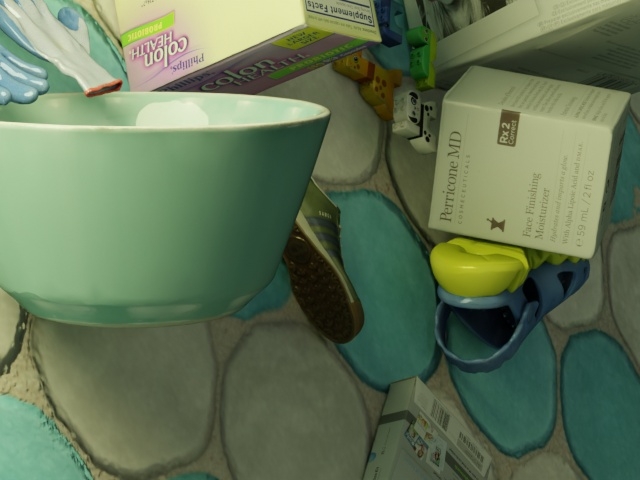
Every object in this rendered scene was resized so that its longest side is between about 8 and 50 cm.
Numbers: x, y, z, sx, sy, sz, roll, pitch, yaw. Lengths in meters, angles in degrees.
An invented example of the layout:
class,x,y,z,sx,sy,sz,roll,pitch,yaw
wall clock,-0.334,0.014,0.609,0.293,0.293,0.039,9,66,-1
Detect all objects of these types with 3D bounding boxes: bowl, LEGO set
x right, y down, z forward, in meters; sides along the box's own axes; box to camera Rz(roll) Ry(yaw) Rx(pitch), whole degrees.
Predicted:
class,x,y,z,sx,sy,sz,roll,pitch,yaw
bowl,-0.148,-0.027,1.468,0.311,0.311,0.163,-14,108,-55
LEGO set,0.069,-0.206,1.990,0.093,0.087,0.227,22,63,-43

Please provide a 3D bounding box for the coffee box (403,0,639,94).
class,x,y,z,sx,sy,sz,roll,pitch,yaw
coffee box,0.312,-0.368,2.167,0.337,0.338,0.334,7,68,-52

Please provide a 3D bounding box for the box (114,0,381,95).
class,x,y,z,sx,sy,sz,roll,pitch,yaw
box,-0.080,-0.267,1.700,0.117,0.213,0.243,6,70,-52

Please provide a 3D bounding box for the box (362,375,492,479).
class,x,y,z,sx,sy,sz,roll,pitch,yaw
box,0.104,0.253,1.860,0.145,0.038,0.186,47,40,-29

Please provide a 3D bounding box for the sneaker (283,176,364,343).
class,x,y,z,sx,sy,sz,roll,pitch,yaw
sneaker,0.000,0.000,1.811,0.192,0.064,0.086,59,42,-11

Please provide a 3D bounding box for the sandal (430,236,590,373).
class,x,y,z,sx,sy,sz,roll,pitch,yaw
sandal,0.204,0.059,2.036,0.317,0.126,0.138,-14,112,-57

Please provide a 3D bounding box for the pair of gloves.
class,x,y,z,sx,sy,sz,roll,pitch,yaw
pair of gloves,-0.253,-0.164,1.513,0.159,0.023,0.198,41,31,21

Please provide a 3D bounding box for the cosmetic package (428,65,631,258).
class,x,y,z,sx,sy,sz,roll,pitch,yaw
cosmetic package,0.226,-0.087,1.996,0.151,0.184,0.151,-49,147,-65
